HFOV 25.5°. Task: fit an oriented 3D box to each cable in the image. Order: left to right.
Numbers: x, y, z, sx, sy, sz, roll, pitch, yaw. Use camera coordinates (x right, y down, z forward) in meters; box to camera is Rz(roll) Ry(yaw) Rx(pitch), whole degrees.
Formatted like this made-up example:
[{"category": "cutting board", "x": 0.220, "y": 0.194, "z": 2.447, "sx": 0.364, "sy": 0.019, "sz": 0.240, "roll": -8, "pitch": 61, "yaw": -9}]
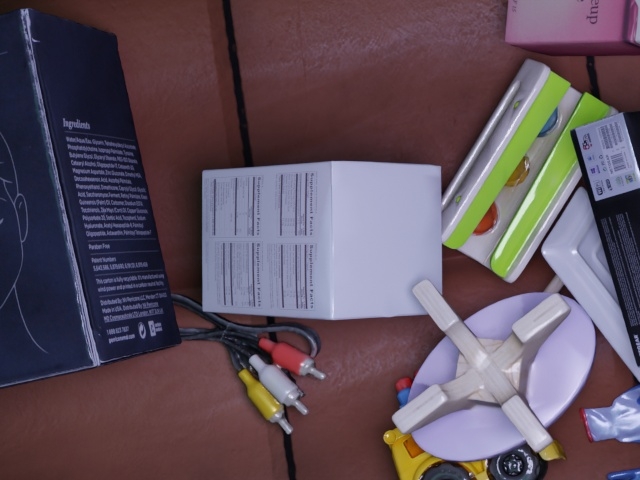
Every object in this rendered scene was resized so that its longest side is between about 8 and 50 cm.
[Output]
[{"category": "cable", "x": -0.117, "y": 0.142, "z": 2.015, "sx": 0.287, "sy": 0.072, "sz": 0.139, "roll": 33, "pitch": 100, "yaw": 10}]

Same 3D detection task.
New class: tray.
[{"category": "tray", "x": 0.395, "y": 0.068, "z": 1.829, "sx": 0.030, "sy": 0.145, "sz": 0.270, "roll": -23, "pitch": 111, "yaw": 47}]

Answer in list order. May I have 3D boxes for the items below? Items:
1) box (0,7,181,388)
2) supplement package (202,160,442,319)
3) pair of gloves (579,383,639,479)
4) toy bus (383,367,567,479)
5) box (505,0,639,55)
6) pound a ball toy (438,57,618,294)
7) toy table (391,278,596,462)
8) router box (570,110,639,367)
[{"category": "box", "x": -0.503, "y": -0.022, "z": 1.975, "sx": 0.480, "sy": 0.297, "sz": 0.471, "roll": -13, "pitch": 88, "yaw": 17}, {"category": "supplement package", "x": 0.000, "y": 0.000, "z": 1.869, "sx": 0.263, "sy": 0.199, "sz": 0.198, "roll": 0, "pitch": 90, "yaw": 48}, {"category": "pair of gloves", "x": 0.444, "y": 0.292, "z": 1.918, "sx": 0.159, "sy": 0.023, "sz": 0.198, "roll": -14, "pitch": 86, "yaw": 14}, {"category": "toy bus", "x": 0.195, "y": 0.260, "z": 1.918, "sx": 0.220, "sy": 0.149, "sz": 0.211, "roll": -26, "pitch": 75, "yaw": 9}, {"category": "box", "x": 0.372, "y": -0.319, "z": 1.834, "sx": 0.232, "sy": 0.127, "sz": 0.148, "roll": 5, "pitch": 91, "yaw": 41}, {"category": "pound a ball toy", "x": 0.283, "y": -0.057, "z": 1.916, "sx": 0.208, "sy": 0.136, "sz": 0.319, "roll": 29, "pitch": 97, "yaw": -14}, {"category": "toy table", "x": 0.215, "y": 0.161, "z": 1.778, "sx": 0.252, "sy": 0.161, "sz": 0.274, "roll": 41, "pitch": 90, "yaw": 21}, {"category": "router box", "x": 0.445, "y": -0.013, "z": 1.801, "sx": 0.081, "sy": 0.243, "sz": 0.308, "roll": -18, "pitch": 85, "yaw": 38}]
